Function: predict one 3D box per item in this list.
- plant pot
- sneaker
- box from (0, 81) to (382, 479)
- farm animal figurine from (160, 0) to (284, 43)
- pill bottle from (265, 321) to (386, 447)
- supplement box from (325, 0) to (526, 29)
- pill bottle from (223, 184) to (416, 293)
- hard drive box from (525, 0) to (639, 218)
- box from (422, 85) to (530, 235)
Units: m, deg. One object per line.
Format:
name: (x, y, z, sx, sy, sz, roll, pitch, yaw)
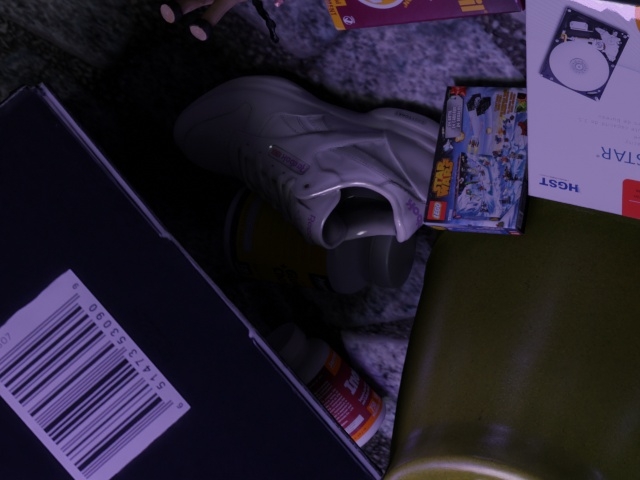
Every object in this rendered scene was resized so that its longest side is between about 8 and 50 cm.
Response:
plant pot: (0.220, 0.159, 1.647, 0.366, 0.353, 0.366, 17, 139, 16)
sneaker: (-0.021, -0.074, 1.708, 0.305, 0.152, 0.114, 10, 139, 24)
box: (-0.231, 0.133, 1.729, 0.480, 0.297, 0.472, 49, 173, -4)
farm animal figurine: (-0.105, -0.365, 1.458, 0.327, 0.172, 0.330, 41, 149, 7)
pill bottle: (-0.002, 0.167, 1.999, 0.152, 0.086, 0.086, 46, 138, -19)
supplement box: (0.089, -0.252, 1.508, 0.188, 0.081, 0.104, -1, 131, 32)
pill bottle: (0.000, 0.000, 1.809, 0.184, 0.103, 0.103, 9, 136, 24)
hard drive box: (0.276, -0.134, 1.508, 0.181, 0.089, 0.232, 12, 136, 21)
box: (0.152, -0.075, 1.618, 0.094, 0.137, 0.027, 5, 166, 28)
